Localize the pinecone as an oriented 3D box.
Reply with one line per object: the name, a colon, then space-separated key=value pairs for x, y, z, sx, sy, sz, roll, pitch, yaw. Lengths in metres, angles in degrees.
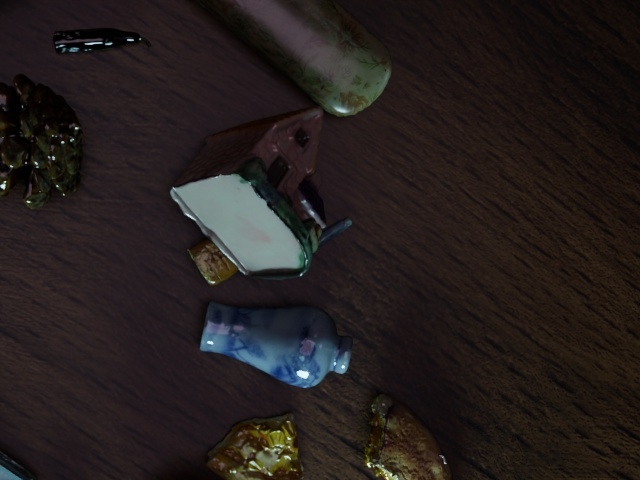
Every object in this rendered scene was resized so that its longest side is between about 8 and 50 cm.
pinecone: x=-0.480 y=-0.156 z=1.731 sx=0.201 sy=0.229 sz=0.202 roll=16 pitch=67 yaw=27

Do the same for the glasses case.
glasses case: x=-0.061 y=-0.388 z=1.858 sx=0.425 sy=0.098 sz=0.156 roll=40 pitch=87 yaw=-9

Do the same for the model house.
model house: x=-0.073 y=-0.096 z=1.790 sx=0.237 sy=0.202 sz=0.237 roll=49 pitch=52 yaw=-24

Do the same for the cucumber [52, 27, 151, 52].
cucumber: x=-0.374 y=-0.344 z=1.833 sx=0.163 sy=0.039 sz=0.043 roll=-7 pitch=113 yaw=-8

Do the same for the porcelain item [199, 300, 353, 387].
porcelain item: x=-0.075 y=0.172 z=1.854 sx=0.259 sy=0.141 sz=0.141 roll=13 pitch=89 yaw=-1

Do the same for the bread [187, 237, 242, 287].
bread: x=-0.181 y=0.030 z=1.855 sx=0.070 sy=0.077 sz=0.083 roll=-35 pitch=96 yaw=-5

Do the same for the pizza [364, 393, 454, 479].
pizza: x=0.156 y=0.417 z=1.919 sx=0.161 sy=0.085 sz=0.305 roll=-26 pitch=98 yaw=-31

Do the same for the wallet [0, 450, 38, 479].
wallet: x=-0.620 y=0.452 z=1.786 sx=0.176 sy=0.075 sz=0.250 roll=40 pitch=85 yaw=-15

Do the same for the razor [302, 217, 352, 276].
razor: x=0.000 y=0.000 z=1.910 sx=0.135 sy=0.040 sz=0.068 roll=-35 pitch=97 yaw=-13

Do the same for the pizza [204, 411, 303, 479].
pizza: x=-0.090 y=0.374 z=1.887 sx=0.182 sy=0.062 sz=0.161 roll=33 pitch=80 yaw=-8
